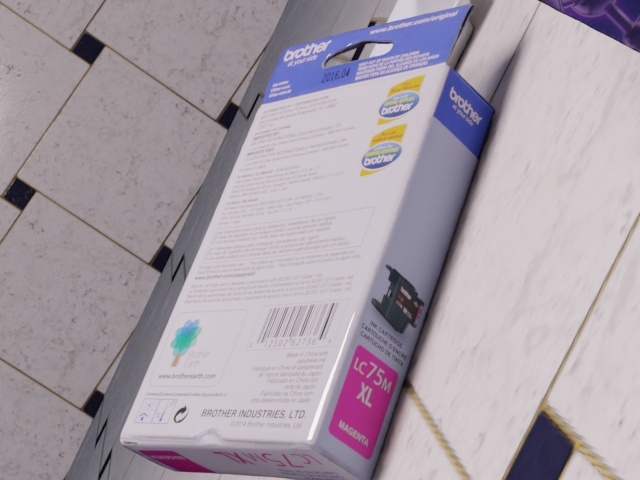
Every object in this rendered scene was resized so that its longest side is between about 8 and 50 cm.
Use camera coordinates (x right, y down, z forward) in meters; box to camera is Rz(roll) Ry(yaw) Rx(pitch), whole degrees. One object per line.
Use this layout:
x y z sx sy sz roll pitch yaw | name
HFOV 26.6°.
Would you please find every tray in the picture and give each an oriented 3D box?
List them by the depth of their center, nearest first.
0.074 -0.148 1.133 0.145 0.030 0.270 -64 10 8 | tray

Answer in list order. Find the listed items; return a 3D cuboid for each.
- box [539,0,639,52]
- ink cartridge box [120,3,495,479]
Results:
0.099 -0.200 0.607 0.153 0.207 0.108 -62 10 22 | box
0.000 0.000 0.867 0.186 0.065 0.311 -7 57 47 | ink cartridge box
